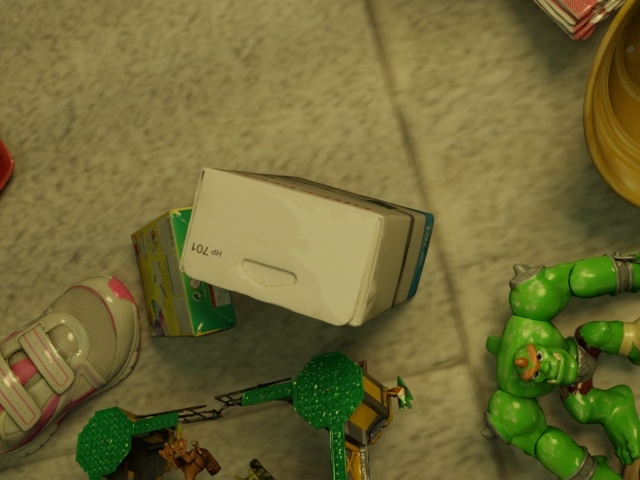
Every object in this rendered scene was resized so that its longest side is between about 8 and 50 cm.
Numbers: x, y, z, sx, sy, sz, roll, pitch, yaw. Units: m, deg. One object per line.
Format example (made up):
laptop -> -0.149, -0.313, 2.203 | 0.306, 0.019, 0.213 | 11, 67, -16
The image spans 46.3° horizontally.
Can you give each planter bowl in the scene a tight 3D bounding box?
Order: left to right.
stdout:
planter bowl -> 0.275, -0.128, 0.522 | 0.217, 0.090, 0.217 | -2, 124, -3

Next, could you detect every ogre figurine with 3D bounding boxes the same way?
ogre figurine -> 0.193, 0.099, 0.580 | 0.118, 0.097, 0.197 | 10, 111, 1

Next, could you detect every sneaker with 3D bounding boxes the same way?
sneaker -> -0.276, 0.135, 0.728 | 0.103, 0.111, 0.252 | 46, 104, 12

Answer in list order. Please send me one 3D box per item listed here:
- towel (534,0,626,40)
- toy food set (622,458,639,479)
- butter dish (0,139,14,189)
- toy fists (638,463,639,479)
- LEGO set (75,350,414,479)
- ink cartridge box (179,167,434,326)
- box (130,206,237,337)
towel -> 0.232, -0.253, 0.558 | 0.197, 0.029, 0.144 | -39, 49, 16
toy food set -> 0.279, 0.193, 0.587 | 0.082, 0.020, 0.083 | -40, 80, 16
butter dish -> -0.428, -0.079, 0.770 | 0.160, 0.118, 0.160 | -46, 78, 14
toy fists -> 0.337, 0.237, 0.479 | 0.279, 0.096, 0.142 | 4, 49, 22
LEGO set -> -0.047, 0.248, 0.650 | 0.331, 0.192, 0.255 | -24, 55, 15
ink cartridge box -> 0.000, 0.000, 0.587 | 0.139, 0.190, 0.082 | 17, 96, 17
box -> -0.130, 0.034, 0.671 | 0.179, 0.043, 0.105 | -14, 87, 62
